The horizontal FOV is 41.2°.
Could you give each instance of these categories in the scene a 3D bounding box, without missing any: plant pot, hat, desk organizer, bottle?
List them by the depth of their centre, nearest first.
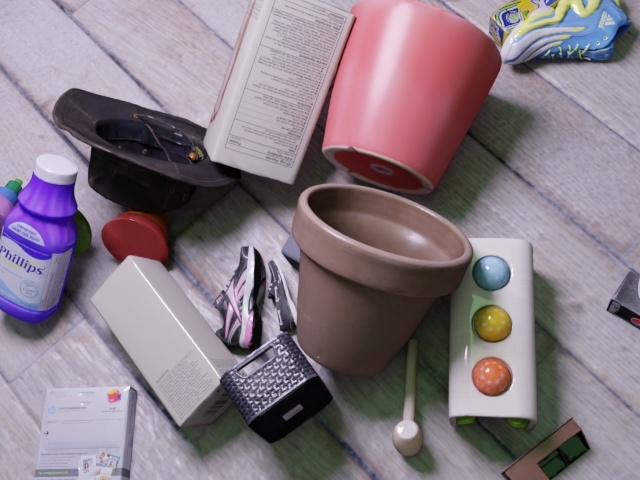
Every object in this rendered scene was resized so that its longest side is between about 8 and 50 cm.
[{"bbox_3d":[0.331,0.318,1.240,0.130,0.047,0.050,-36,69,-6],"label":"desk organizer"},{"bbox_3d":[0.067,0.069,1.269,0.263,0.263,0.229,25,115,18],"label":"plant pot"},{"bbox_3d":[0.134,-0.221,1.396,0.275,0.275,0.243,17,81,16],"label":"plant pot"},{"bbox_3d":[-0.461,-0.003,1.397,0.118,0.092,0.282,27,116,7],"label":"bottle"},{"bbox_3d":[-0.305,-0.130,1.450,0.331,0.331,0.134,36,114,21],"label":"hat"}]

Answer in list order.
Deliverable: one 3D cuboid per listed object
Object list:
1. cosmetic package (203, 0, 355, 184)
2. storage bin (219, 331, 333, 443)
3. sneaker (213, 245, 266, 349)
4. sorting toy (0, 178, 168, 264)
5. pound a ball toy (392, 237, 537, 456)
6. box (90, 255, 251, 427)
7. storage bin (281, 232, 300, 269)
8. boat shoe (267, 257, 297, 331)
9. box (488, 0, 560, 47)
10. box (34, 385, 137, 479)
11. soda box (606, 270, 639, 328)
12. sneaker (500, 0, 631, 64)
[{"bbox_3d":[-0.075,-0.262,1.408,0.153,0.129,0.296,17,105,-21],"label":"cosmetic package"},{"bbox_3d":[-0.062,0.224,1.271,0.122,0.180,0.084,-35,66,-6],"label":"storage bin"},{"bbox_3d":[-0.138,0.090,1.401,0.077,0.072,0.178,-1,66,11],"label":"sneaker"},{"bbox_3d":[-0.418,-0.054,1.504,0.366,0.127,0.126,11,46,11],"label":"sorting toy"},{"bbox_3d":[0.216,0.159,1.277,0.208,0.135,0.319,1,67,10],"label":"pound a ball toy"},{"bbox_3d":[-0.241,0.159,1.360,0.113,0.094,0.275,-46,66,13],"label":"box"},{"bbox_3d":[0.000,0.000,1.409,0.091,0.098,0.135,22,72,28],"label":"storage bin"},{"bbox_3d":[-0.069,0.090,1.404,0.038,0.046,0.125,-19,74,-4],"label":"boat shoe"},{"bbox_3d":[0.387,-0.417,1.533,0.169,0.059,0.054,-34,69,-5],"label":"box"},{"bbox_3d":[-0.375,0.329,1.357,0.145,0.038,0.186,-4,68,8],"label":"box"},{"bbox_3d":[0.525,0.119,1.288,0.169,0.053,0.060,33,76,20],"label":"soda box"},{"bbox_3d":[0.436,-0.355,1.482,0.240,0.091,0.126,-33,67,-6],"label":"sneaker"}]
